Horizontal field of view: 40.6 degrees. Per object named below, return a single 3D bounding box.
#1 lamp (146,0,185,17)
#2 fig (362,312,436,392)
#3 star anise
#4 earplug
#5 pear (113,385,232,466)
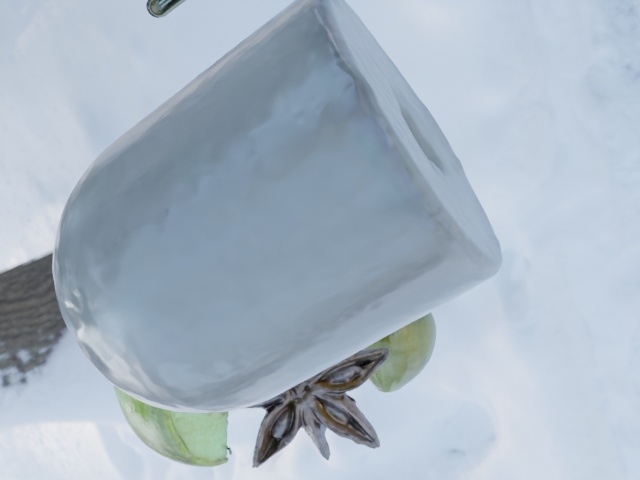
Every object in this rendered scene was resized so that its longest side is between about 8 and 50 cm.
[{"bbox_3d":[-0.426,-0.645,2.043,0.203,0.283,0.124,-41,64,26],"label":"lamp"},{"bbox_3d":[0.164,0.224,1.976,0.207,0.207,0.230,27,146,38],"label":"fig"},{"bbox_3d":[-0.043,0.253,1.543,0.109,0.349,0.292,51,-154,-82],"label":"star anise"},{"bbox_3d":[-0.065,-0.010,0.856,0.394,0.312,0.313,-32,87,18],"label":"earplug"},{"bbox_3d":[-0.250,0.186,1.292,0.239,0.139,0.288,20,112,45],"label":"pear"}]
